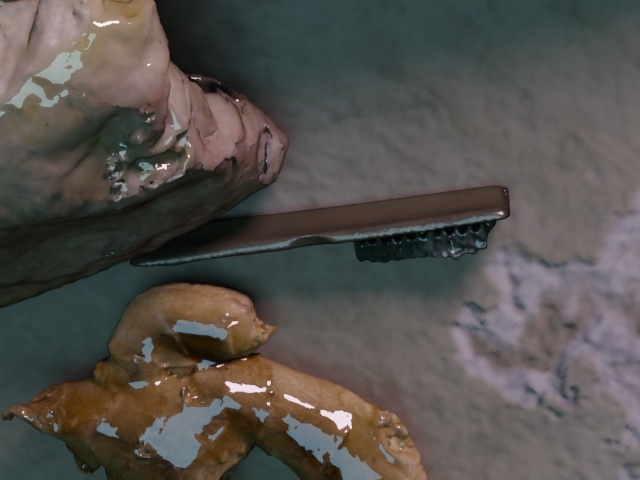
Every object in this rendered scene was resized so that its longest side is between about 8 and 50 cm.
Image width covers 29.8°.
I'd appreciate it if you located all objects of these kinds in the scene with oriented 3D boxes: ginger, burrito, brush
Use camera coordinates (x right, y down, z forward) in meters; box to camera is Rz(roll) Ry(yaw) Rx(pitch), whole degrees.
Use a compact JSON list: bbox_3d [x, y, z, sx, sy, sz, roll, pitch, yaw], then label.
[{"bbox_3d":[-0.044,0.106,0.624,0.214,0.059,0.133,37,99,-4],"label":"ginger"},{"bbox_3d":[-0.194,-0.018,0.566,0.348,0.107,0.175,-16,138,10],"label":"burrito"},{"bbox_3d":[0.000,0.000,0.601,0.190,0.034,0.027,-7,120,9],"label":"brush"}]
